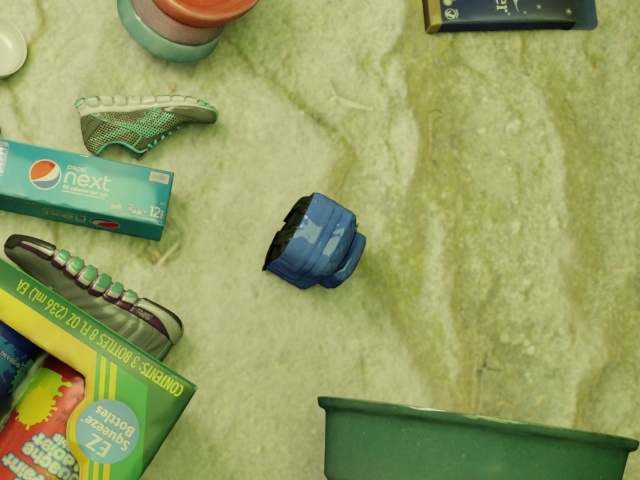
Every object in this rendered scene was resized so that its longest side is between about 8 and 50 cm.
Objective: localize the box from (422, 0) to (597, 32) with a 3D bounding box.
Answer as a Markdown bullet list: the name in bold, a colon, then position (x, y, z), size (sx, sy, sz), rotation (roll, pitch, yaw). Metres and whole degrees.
- **box**: position (0.236, -0.329, 1.988), size (0.225, 0.036, 0.136), rotation (-2, 77, -11)

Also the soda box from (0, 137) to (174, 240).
- **soda box**: position (-0.277, -0.058, 1.815), size (0.210, 0.071, 0.067), rotation (12, 74, -6)

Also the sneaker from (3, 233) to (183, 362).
- **sneaker**: position (-0.268, 0.079, 1.780), size (0.223, 0.083, 0.098), rotation (30, 78, -2)

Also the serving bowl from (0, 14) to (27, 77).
- **serving bowl**: position (-0.385, -0.222, 1.855), size (0.083, 0.027, 0.083), rotation (13, 61, -25)

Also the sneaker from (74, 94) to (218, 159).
- **sneaker**: position (-0.202, -0.132, 1.861), size (0.166, 0.065, 0.076), rotation (-1, 93, -7)

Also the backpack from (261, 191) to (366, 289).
- **backpack**: position (0.000, 0.000, 1.822), size (0.101, 0.120, 0.098), rotation (23, 73, -3)

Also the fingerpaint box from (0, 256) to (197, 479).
- **fingerpaint box**: position (-0.413, 0.187, 1.633), size (0.444, 0.163, 0.371), rotation (35, 77, -4)

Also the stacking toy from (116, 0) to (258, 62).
- **stacking toy**: position (-0.203, -0.363, 1.913), size (0.309, 0.130, 0.279), rotation (41, 47, -1)

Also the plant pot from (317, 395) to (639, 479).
- **plant pot**: position (0.145, 0.350, 1.669), size (0.341, 0.341, 0.334), rotation (8, 83, -7)
